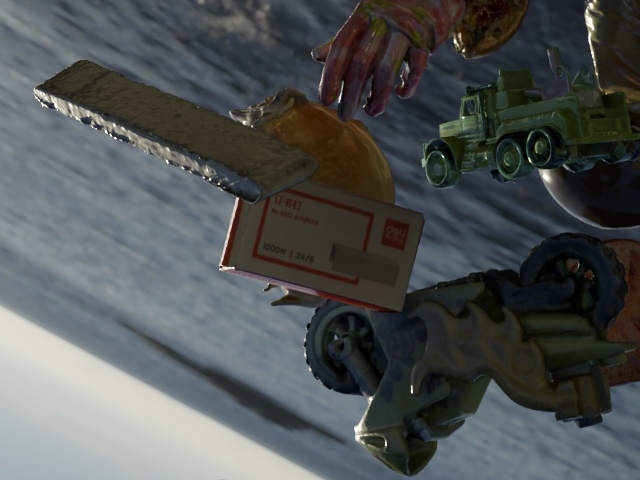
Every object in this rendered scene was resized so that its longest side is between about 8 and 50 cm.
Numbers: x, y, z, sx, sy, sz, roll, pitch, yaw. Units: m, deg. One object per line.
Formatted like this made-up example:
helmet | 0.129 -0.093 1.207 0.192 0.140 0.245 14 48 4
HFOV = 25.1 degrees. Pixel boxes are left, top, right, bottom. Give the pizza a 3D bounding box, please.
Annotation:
pizza | 0.223 -0.370 2.074 0.062 0.188 0.199 -23 112 47

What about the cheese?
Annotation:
cheese | -0.161 -0.120 1.494 0.400 0.085 0.034 27 140 42

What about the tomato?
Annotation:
tomato | 0.425 0.113 2.141 0.237 0.236 0.095 29 173 -6

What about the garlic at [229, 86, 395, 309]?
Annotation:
garlic | -0.025 -0.064 2.114 0.286 0.313 0.249 -13 -176 37

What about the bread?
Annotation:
bread | 0.468 -0.332 1.841 0.236 0.183 0.388 21 146 19

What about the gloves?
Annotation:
gloves | 0.086 -0.270 1.954 0.145 0.241 0.126 41 153 12

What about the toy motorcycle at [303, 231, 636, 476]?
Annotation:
toy motorcycle | 0.175 0.140 1.694 0.410 0.237 0.169 -18 172 26

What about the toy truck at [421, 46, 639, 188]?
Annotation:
toy truck | 0.229 -0.134 1.610 0.128 0.135 0.259 -7 176 -33

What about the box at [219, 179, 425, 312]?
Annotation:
box | 0.000 0.000 1.616 0.229 0.123 0.050 16 173 -25

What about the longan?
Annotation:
longan | 0.438 -0.124 2.111 0.248 0.248 0.248 28 172 4
